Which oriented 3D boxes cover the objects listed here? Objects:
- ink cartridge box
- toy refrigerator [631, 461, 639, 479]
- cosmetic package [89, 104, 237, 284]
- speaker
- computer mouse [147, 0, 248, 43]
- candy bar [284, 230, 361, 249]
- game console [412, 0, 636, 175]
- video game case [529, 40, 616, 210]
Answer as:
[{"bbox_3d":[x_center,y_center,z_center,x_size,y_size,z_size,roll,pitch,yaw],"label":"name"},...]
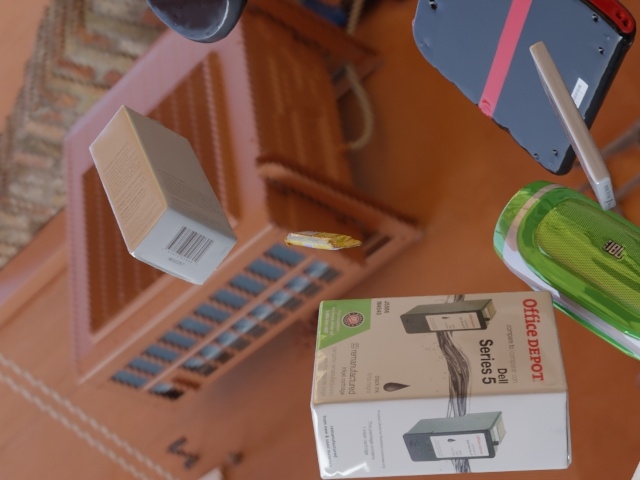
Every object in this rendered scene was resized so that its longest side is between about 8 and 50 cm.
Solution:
[{"bbox_3d":[0.134,0.158,1.499,0.198,0.272,0.115,-85,-10,-58],"label":"ink cartridge box"},{"bbox_3d":[0.558,0.306,2.018,0.094,0.102,0.269,29,-141,20],"label":"toy refrigerator"},{"bbox_3d":[-0.200,-0.059,1.681,0.117,0.085,0.231,28,-160,-38],"label":"cosmetic package"},{"bbox_3d":[0.342,0.044,1.543,0.296,0.131,0.131,35,-163,35],"label":"speaker"},{"bbox_3d":[-0.113,-0.303,1.133,0.072,0.188,0.272,-41,-52,-43],"label":"computer mouse"},{"bbox_3d":[0.000,0.000,1.735,0.040,0.161,0.018,-11,-83,-25],"label":"candy bar"},{"bbox_3d":[0.279,-0.301,1.925,0.060,0.386,0.342,-39,-108,-21],"label":"game console"},{"bbox_3d":[0.261,-0.115,1.378,0.157,0.019,0.143,67,-171,15],"label":"video game case"}]
